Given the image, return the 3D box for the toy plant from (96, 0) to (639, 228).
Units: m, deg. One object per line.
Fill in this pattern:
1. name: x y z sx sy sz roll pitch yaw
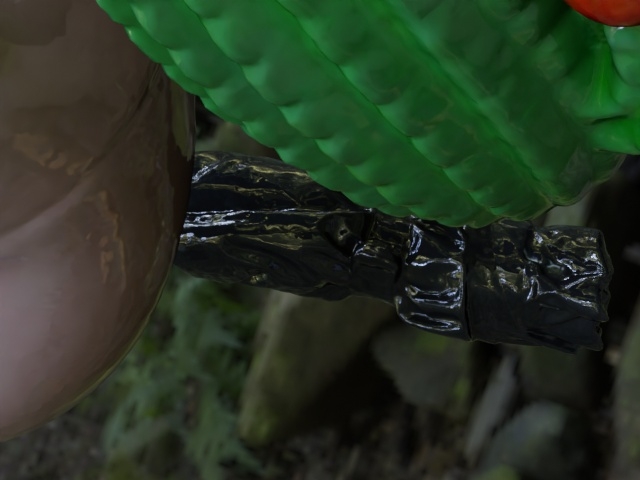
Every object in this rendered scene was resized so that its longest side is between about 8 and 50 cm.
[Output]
1. toy plant: -0.015 -0.071 0.366 0.154 0.240 0.088 9 74 57

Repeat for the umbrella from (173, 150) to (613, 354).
1. umbrella: 0.000 0.000 0.762 0.066 0.235 0.059 89 -166 -62

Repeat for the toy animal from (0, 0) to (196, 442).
1. toy animal: -0.112 -0.034 0.545 0.250 0.154 0.166 104 168 -58
